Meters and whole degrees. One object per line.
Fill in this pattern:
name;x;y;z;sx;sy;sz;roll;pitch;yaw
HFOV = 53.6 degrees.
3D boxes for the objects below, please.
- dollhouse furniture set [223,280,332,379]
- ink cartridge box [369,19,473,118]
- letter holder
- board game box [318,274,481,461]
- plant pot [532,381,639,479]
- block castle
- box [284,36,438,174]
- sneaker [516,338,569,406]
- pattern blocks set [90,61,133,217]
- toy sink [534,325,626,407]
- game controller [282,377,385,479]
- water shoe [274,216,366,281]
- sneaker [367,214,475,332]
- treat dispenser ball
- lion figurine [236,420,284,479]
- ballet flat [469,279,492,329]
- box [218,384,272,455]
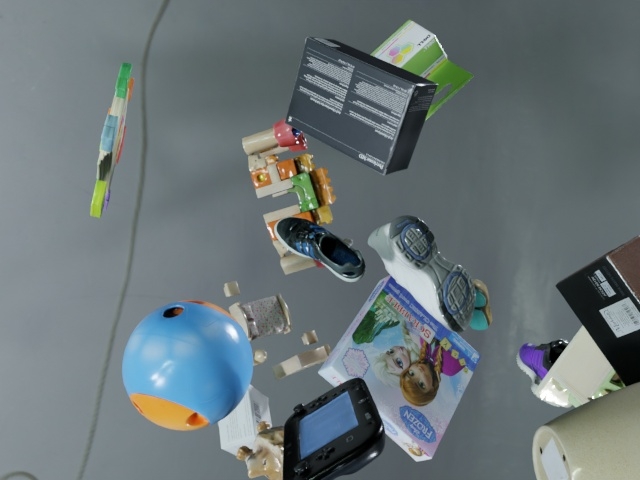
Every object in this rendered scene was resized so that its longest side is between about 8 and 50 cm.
dollhouse furniture set;-0.114;0.264;2.138;0.303;0.174;0.355;-10;74;-41
ink cartridge box;0.253;-0.452;1.682;0.189;0.255;0.097;-42;133;5
letter holder;0.646;0.145;1.206;0.214;0.152;0.302;-23;75;-28
board game box;0.201;0.295;1.515;0.319;0.066;0.318;42;54;-6
plant pot;0.477;0.330;0.959;0.274;0.256;0.256;-3;96;-6
block castle;-0.056;-0.137;1.934;0.303;0.213;0.453;-29;102;-83
box;0.073;-0.270;1.257;0.103;0.261;0.184;-18;134;-53
sneaker;0.640;0.332;1.760;0.102;0.293;0.146;22;105;-2
pattern blocks set;-0.384;-0.177;1.164;0.026;0.325;0.285;13;56;-16
toy sink;0.663;0.333;1.527;0.153;0.131;0.234;25;103;-33
game controller;0.016;0.303;1.014;0.166;0.319;0.067;-40;94;0
water shoe;0.000;0.000;1.191;0.073;0.203;0.080;-53;160;-21
sneaker;0.214;0.070;1.311;0.111;0.129;0.297;-44;108;-26
treat dispenser ball;-0.296;0.279;1.426;0.288;0.288;0.288;-3;95;-43
lion figurine;-0.053;0.540;1.380;0.142;0.240;0.392;-43;119;-26
ballet flat;0.350;0.131;1.458;0.232;0.080;0.073;61;34;-55
box;-0.237;0.575;2.009;0.182;0.119;0.181;59;15;-56
